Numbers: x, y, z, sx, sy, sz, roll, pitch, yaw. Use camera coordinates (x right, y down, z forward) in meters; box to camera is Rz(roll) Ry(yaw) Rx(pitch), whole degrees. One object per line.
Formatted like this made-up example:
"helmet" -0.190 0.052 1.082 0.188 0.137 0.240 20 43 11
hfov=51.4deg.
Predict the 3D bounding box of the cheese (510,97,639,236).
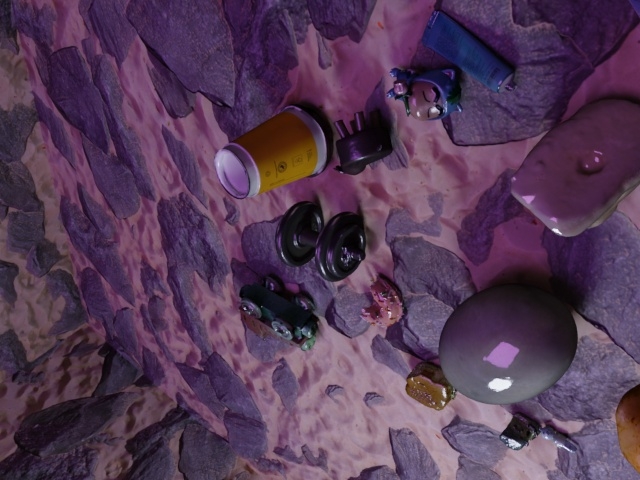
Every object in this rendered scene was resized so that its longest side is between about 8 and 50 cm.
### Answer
"cheese" 0.487 -0.132 1.194 0.248 0.251 0.173 -49 64 17

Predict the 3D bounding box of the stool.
"stool" 0.088 -0.225 1.559 0.217 0.125 0.121 156 96 -71

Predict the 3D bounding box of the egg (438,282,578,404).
"egg" 0.408 0.232 1.483 0.258 0.258 0.352 51 144 0

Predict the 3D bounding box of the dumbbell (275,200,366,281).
"dumbbell" 0.000 0.000 1.774 0.290 0.192 0.192 19 133 37

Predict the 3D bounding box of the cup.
"cup" -0.115 -0.214 1.646 0.196 0.280 0.196 31 136 34

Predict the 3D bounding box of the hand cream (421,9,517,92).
"hand cream" 0.290 -0.357 1.295 0.224 0.048 0.083 44 143 20

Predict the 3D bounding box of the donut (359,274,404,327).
"donut" 0.177 0.185 1.847 0.117 0.065 0.166 31 140 26

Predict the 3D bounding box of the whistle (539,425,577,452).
"whistle" 0.602 0.505 1.691 0.100 0.035 0.035 31 139 23

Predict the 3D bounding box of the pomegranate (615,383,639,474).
"pomegranate" 0.713 0.385 1.318 0.248 0.248 0.248 28 137 29

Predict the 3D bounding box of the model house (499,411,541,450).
"model house" 0.520 0.505 1.737 0.079 0.083 0.066 35 139 23

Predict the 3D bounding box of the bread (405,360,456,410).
"bread" 0.312 0.409 1.889 0.140 0.069 0.127 22 133 32

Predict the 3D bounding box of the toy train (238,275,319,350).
"toy train" -0.133 0.256 2.183 0.305 0.150 0.221 27 148 27

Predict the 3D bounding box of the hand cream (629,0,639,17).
"hand cream" 0.579 -0.294 1.020 0.124 0.078 0.340 -26 96 54

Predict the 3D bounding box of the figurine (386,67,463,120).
"figurine" 0.195 -0.299 1.363 0.178 0.145 0.114 29 136 45
